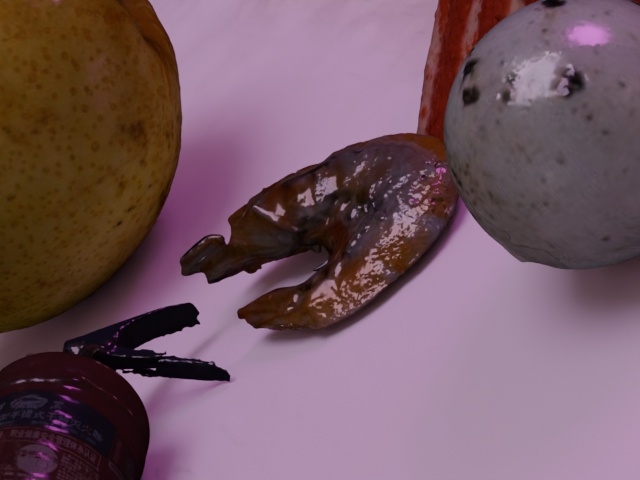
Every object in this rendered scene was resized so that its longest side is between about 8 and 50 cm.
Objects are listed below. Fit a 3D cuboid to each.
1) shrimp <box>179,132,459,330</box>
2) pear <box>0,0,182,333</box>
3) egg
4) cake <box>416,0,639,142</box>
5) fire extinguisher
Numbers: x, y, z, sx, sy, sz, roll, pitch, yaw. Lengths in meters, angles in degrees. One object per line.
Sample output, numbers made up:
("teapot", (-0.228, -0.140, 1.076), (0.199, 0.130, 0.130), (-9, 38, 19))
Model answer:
("shrimp", (-0.002, -0.003, 1.057), (0.187, 0.051, 0.132), (-23, 30, 31))
("pear", (-0.238, -0.084, 1.251), (0.304, 0.304, 0.304), (-34, 25, 18))
("egg", (0.123, -0.052, 0.866), (0.131, 0.131, 0.164), (-36, 1, 12))
("cake", (0.165, -0.162, 1.079), (0.158, 0.160, 0.262), (15, 95, 62))
("fire extinguisher", (-0.135, 0.142, 0.975), (0.138, 0.102, 0.344), (1, 36, 10))
